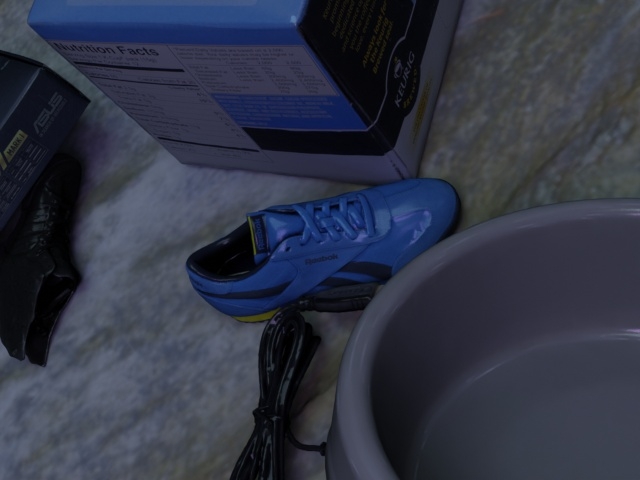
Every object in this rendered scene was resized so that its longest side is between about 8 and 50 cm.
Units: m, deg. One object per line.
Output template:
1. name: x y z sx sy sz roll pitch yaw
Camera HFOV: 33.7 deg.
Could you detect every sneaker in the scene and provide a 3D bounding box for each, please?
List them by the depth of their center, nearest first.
1. sneaker: 0.000 0.000 0.780 0.209 0.082 0.069 -21 58 14
2. sneaker: -0.232 0.014 0.904 0.089 0.051 0.170 26 85 32

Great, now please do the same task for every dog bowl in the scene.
1. dog bowl: 0.164 0.101 0.540 0.348 0.102 0.349 -4 35 3

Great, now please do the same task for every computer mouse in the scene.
1. computer mouse: 0.065 0.114 0.714 0.262 0.060 0.184 -8 61 29

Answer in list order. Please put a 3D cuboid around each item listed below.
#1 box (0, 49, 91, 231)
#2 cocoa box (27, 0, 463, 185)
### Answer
1. box: -0.321 -0.059 0.940 0.183 0.059 0.233 24 80 52
2. cocoa box: -0.022 -0.250 0.818 0.231 0.228 0.347 7 70 28
